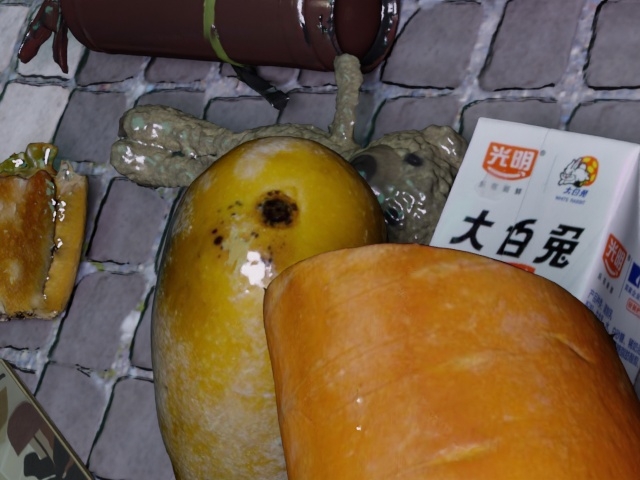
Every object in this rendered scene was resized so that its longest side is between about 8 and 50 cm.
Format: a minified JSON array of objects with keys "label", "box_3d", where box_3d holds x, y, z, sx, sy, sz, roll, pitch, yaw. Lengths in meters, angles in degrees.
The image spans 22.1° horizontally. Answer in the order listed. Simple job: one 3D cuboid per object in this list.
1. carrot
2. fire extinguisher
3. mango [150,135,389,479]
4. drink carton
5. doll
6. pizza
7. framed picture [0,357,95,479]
[{"label":"carrot","box_3d":[0.093,0.164,0.815,0.214,0.193,0.331,0,55,-12]},{"label":"fire extinguisher","box_3d":[-0.106,-0.178,1.316,0.341,0.105,0.141,7,72,35]},{"label":"mango","box_3d":[-0.039,0.076,1.050,0.146,0.316,0.193,13,38,1]},{"label":"drink carton","box_3d":[0.117,0.085,1.031,0.130,0.106,0.315,15,78,38]},{"label":"doll","box_3d":[-0.025,-0.056,1.184,0.202,0.091,0.286,-43,51,1]},{"label":"pizza","box_3d":[-0.276,-0.003,1.386,0.226,0.069,0.147,-6,87,37]},{"label":"framed picture","box_3d":[-0.252,0.203,1.302,0.136,0.010,0.201,-50,49,4]}]
